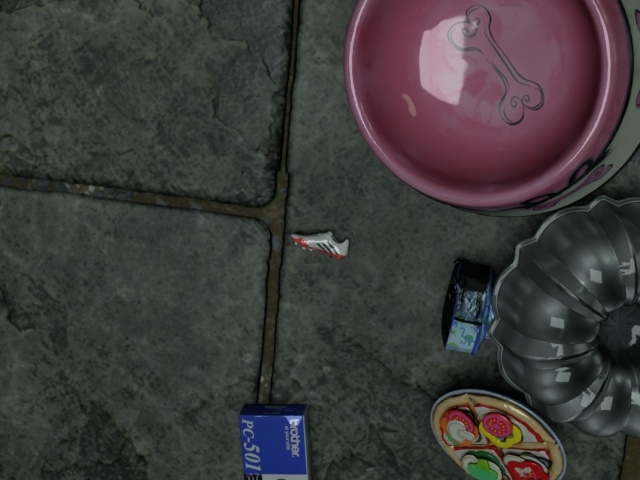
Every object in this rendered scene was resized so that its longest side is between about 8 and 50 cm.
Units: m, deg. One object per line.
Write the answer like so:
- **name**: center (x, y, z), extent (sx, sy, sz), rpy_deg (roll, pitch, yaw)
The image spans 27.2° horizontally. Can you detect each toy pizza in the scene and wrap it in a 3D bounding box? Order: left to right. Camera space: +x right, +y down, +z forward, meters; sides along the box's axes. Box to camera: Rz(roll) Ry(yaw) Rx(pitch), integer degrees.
- **toy pizza**: center (0.240, 0.283, 1.822), extent (0.201, 0.032, 0.201), rpy_deg (20, 139, 19)

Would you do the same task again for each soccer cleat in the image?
- **soccer cleat**: center (0.000, 0.000, 1.843), extent (0.083, 0.029, 0.035), rpy_deg (20, 99, 1)

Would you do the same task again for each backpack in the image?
- **backpack**: center (0.208, 0.097, 1.790), extent (0.084, 0.105, 0.114), rpy_deg (13, 107, 5)

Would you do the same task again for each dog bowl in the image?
- **dog bowl**: center (0.209, -0.218, 1.633), extent (0.408, 0.150, 0.408), rpy_deg (5, 102, 22)

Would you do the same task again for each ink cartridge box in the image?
- **ink cartridge box**: center (-0.062, 0.344, 1.939), extent (0.097, 0.046, 0.207), rpy_deg (-1, 105, 9)

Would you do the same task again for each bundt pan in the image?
- **bundt pan**: center (0.390, 0.113, 1.705), extent (0.331, 0.124, 0.331), rpy_deg (-2, 107, -7)
